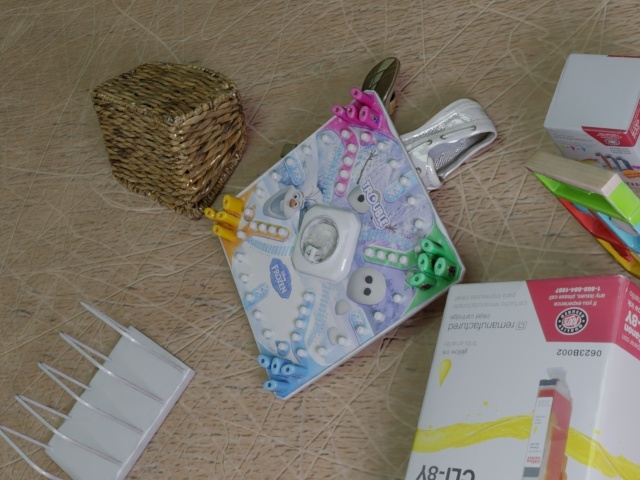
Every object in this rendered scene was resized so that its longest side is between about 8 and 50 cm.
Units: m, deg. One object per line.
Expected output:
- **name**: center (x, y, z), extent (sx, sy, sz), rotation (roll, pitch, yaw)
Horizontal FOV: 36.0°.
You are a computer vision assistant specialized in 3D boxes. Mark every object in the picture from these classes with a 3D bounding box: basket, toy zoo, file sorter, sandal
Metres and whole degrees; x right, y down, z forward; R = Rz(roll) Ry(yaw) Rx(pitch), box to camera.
- **basket**: center (-0.284, -0.215, 1.986), extent (0.299, 0.223, 0.213), rotation (22, 44, 40)
- **toy zoo**: center (0.409, -0.001, 1.286), extent (0.030, 0.293, 0.192), rotation (-49, 22, -1)
- **file sorter**: center (-0.400, 0.275, 1.713), extent (0.193, 0.173, 0.277), rotation (27, 80, 41)
- **sandal**: center (0.109, -0.243, 1.779), extent (0.072, 0.049, 0.180), rotation (4, 80, 41)

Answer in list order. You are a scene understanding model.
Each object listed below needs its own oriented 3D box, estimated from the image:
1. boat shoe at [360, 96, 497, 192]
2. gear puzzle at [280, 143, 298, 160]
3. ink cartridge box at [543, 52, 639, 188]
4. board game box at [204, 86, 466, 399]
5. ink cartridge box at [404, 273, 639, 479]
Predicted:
- **boat shoe**: center (0.167, -0.125, 1.631), extent (0.277, 0.098, 0.096), rotation (-37, 48, 7)
- **gear puzzle**: center (-0.038, -0.014, 1.741), extent (0.176, 0.044, 0.338), rotation (6, 70, 34)
- **ink cartridge box**: center (0.428, -0.170, 1.436), extent (0.128, 0.176, 0.127), rotation (10, 72, 38)
- **board game box**: center (0.000, 0.000, 1.614), extent (0.390, 0.050, 0.389), rotation (-37, 57, 23)
- **ink cartridge box**: center (0.274, 0.253, 1.259), extent (0.279, 0.160, 0.384), rotation (-6, 60, 45)
